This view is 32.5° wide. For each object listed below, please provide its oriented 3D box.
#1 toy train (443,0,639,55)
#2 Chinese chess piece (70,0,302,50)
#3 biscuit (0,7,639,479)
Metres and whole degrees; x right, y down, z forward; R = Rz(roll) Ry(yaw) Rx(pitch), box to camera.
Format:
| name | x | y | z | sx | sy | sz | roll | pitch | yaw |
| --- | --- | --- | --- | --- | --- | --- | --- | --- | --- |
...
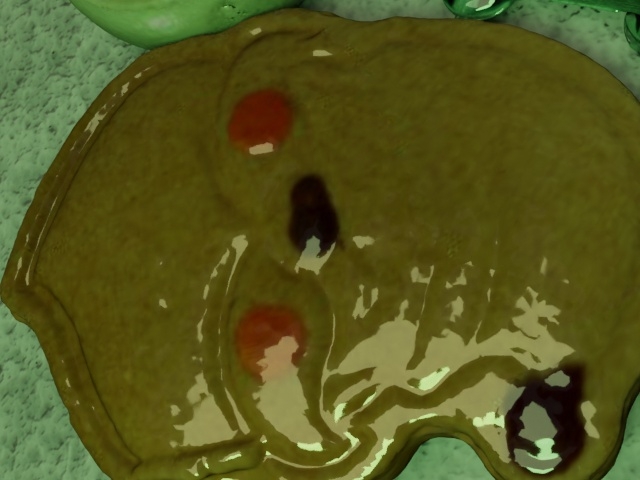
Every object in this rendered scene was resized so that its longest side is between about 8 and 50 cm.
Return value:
| name | x | y | z | sx | sy | sz | roll | pitch | yaw |
| --- | --- | --- | --- | --- | --- | --- | --- | --- | --- |
| toy train | 0.173 | -0.213 | 0.717 | 0.248 | 0.101 | 0.159 | 16 | 73 | 25 |
| Chinese chess piece | -0.099 | -0.267 | 0.840 | 0.250 | 0.101 | 0.250 | -5 | 77 | 23 |
| biscuit | 0.000 | 0.000 | 0.721 | 0.455 | 0.078 | 0.349 | -7 | 64 | 14 |
